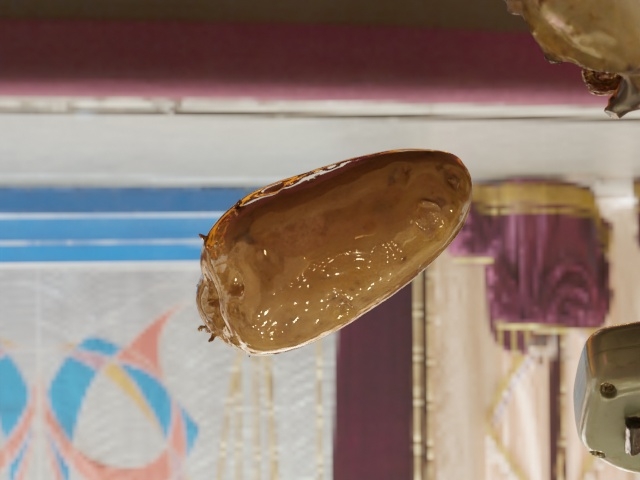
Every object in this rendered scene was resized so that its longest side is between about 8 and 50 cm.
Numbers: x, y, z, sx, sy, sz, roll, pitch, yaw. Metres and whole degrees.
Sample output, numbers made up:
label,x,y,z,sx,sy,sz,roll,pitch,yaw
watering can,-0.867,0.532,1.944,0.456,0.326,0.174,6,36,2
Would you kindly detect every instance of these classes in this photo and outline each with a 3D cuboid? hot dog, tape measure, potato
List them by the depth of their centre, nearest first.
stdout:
label,x,y,z,sx,sy,sz,roll,pitch,yaw
potato,-0.001,0.002,1.093,0.235,0.128,0.161,-20,-158,38
hot dog,0.334,-0.194,1.598,0.083,0.058,0.035,-20,-179,1
tape measure,0.444,0.208,1.805,0.246,0.125,0.243,-9,136,9

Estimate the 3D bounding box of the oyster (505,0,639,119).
label,x,y,z,sx,sy,sz,roll,pitch,yaw
oyster,0.208,-0.160,0.705,0.221,0.096,0.361,33,162,-30
